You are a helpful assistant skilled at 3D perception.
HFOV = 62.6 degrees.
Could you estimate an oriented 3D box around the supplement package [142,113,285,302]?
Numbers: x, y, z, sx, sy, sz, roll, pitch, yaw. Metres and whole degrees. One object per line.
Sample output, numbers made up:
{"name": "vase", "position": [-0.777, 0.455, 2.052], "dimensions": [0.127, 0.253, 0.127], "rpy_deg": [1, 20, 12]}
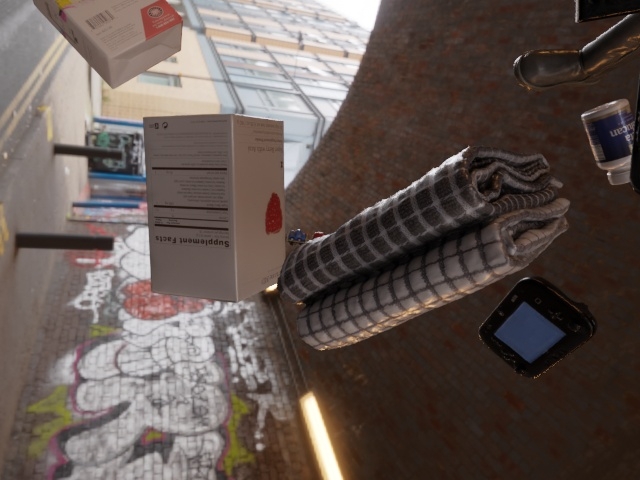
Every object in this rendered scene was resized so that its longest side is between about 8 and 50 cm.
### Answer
{"name": "supplement package", "position": [-0.173, -0.061, 0.904], "dimensions": [0.177, 0.175, 0.292], "rpy_deg": [-22, 113, -66]}

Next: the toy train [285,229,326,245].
{"name": "toy train", "position": [0.000, 0.000, 1.124], "dimensions": [0.036, 0.158, 0.027], "rpy_deg": [87, 13, -46]}

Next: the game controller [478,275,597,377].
{"name": "game controller", "position": [0.448, 0.191, 1.124], "dimensions": [0.067, 0.166, 0.319], "rpy_deg": [-49, 163, -28]}

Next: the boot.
{"name": "boot", "position": [0.435, -0.301, 0.813], "dimensions": [0.208, 0.190, 0.076], "rpy_deg": [174, -93, -75]}

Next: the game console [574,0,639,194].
{"name": "game console", "position": [0.389, -0.209, 0.570], "dimensions": [0.044, 0.213, 0.361], "rpy_deg": [-65, 148, -55]}

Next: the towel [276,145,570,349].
{"name": "towel", "position": [0.120, -0.003, 0.558], "dimensions": [0.235, 0.284, 0.121], "rpy_deg": [-32, -99, 35]}

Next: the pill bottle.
{"name": "pill bottle", "position": [0.642, -0.212, 1.145], "dimensions": [0.169, 0.094, 0.094], "rpy_deg": [66, -18, -8]}

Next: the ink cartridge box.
{"name": "ink cartridge box", "position": [-0.286, -0.307, 0.674], "dimensions": [0.198, 0.115, 0.067], "rpy_deg": [48, -25, 3]}
